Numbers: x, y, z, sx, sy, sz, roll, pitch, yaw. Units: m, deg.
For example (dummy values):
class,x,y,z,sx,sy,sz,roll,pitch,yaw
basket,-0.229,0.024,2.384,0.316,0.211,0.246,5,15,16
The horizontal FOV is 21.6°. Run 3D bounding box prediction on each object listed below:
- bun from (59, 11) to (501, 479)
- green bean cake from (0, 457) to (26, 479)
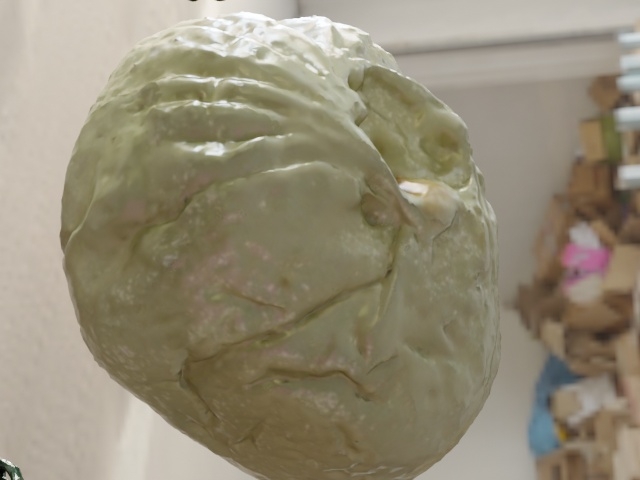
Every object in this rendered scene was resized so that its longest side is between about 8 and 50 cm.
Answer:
class,x,y,z,sx,sy,sz,roll,pitch,yaw
bun,0.000,0.000,1.171,0.349,0.227,0.352,-1,-111,-52
green bean cake,-0.228,0.246,0.944,0.193,0.208,0.107,59,169,35
